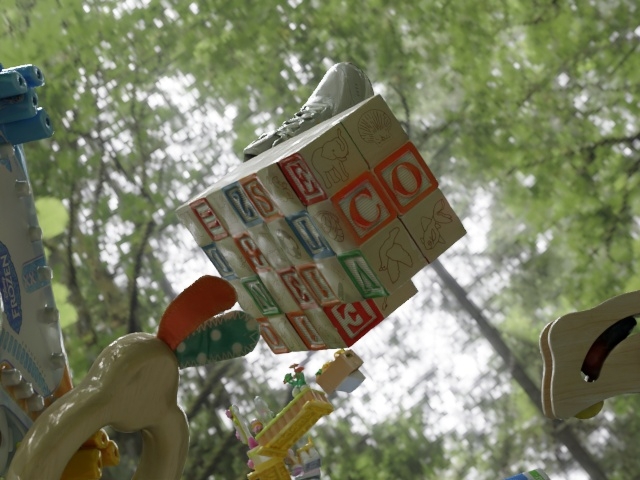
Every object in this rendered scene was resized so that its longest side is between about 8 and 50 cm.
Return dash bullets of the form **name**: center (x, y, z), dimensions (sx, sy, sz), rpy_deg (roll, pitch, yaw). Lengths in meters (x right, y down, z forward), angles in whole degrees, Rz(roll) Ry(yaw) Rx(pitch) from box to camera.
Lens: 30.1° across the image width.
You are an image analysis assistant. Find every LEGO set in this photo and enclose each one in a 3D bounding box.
- **LEGO set**: center (-0.045, 0.214, 1.433), dimensions (0.132, 0.107, 0.287), rpy_deg (-12, -41, -25)

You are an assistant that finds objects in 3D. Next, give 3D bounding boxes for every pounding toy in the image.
- **pounding toy**: center (0.358, 0.124, 1.260), dimensions (0.269, 0.154, 0.155), rpy_deg (-21, -9, -1)

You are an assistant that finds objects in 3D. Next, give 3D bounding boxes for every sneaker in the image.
- **sneaker**: center (-0.026, -0.111, 1.425), dimensions (0.121, 0.099, 0.262), rpy_deg (32, -108, -34)

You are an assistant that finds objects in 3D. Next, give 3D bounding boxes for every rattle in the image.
- **rattle**: center (-0.141, 0.095, 0.737), dimensions (0.130, 0.142, 0.200), rpy_deg (23, -91, -36)

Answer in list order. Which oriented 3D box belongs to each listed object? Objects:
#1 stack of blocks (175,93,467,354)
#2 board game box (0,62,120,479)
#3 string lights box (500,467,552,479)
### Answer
- **stack of blocks**: center (0.000, 0.000, 1.013), dimensions (0.087, 0.171, 0.297), rpy_deg (-37, 8, -24)
- **board game box**: center (-0.266, 0.057, 0.910), dimensions (0.050, 0.390, 0.390), rpy_deg (-8, -82, 9)
- **string lights box**: center (0.184, 0.345, 1.296), dimensions (0.259, 0.133, 0.077), rpy_deg (-6, -48, -41)
